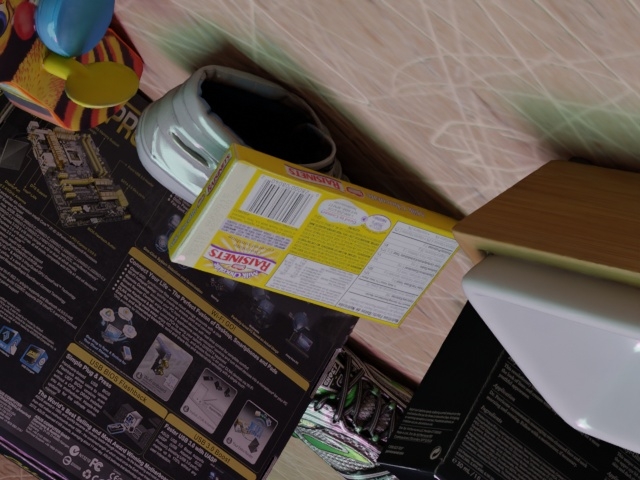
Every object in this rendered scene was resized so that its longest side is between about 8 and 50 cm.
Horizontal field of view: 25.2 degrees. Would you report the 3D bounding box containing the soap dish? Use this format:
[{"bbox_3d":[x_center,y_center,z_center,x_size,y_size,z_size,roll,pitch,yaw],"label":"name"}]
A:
[{"bbox_3d":[0.252,0.061,0.885,0.291,0.118,0.229,14,155,42],"label":"soap dish"}]

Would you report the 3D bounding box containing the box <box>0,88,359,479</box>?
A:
[{"bbox_3d":[-0.178,0.061,1.255,0.395,0.318,0.097,39,161,-25],"label":"box"}]

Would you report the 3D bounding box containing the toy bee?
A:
[{"bbox_3d":[-0.243,-0.157,1.046,0.195,0.162,0.298,16,156,43],"label":"toy bee"}]

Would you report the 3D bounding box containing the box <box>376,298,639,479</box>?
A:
[{"bbox_3d":[0.204,0.174,1.151,0.261,0.184,0.103,38,164,-19],"label":"box"}]

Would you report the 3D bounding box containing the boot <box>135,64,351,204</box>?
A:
[{"bbox_3d":[-0.015,-0.038,1.102,0.258,0.095,0.123,30,155,-17],"label":"boot"}]

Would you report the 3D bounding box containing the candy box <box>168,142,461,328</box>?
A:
[{"bbox_3d":[0.000,0.000,1.074,0.206,0.027,0.105,18,127,-28],"label":"candy box"}]

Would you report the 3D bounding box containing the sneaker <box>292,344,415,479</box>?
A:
[{"bbox_3d":[0.035,0.195,1.555,0.343,0.134,0.146,25,160,20],"label":"sneaker"}]
